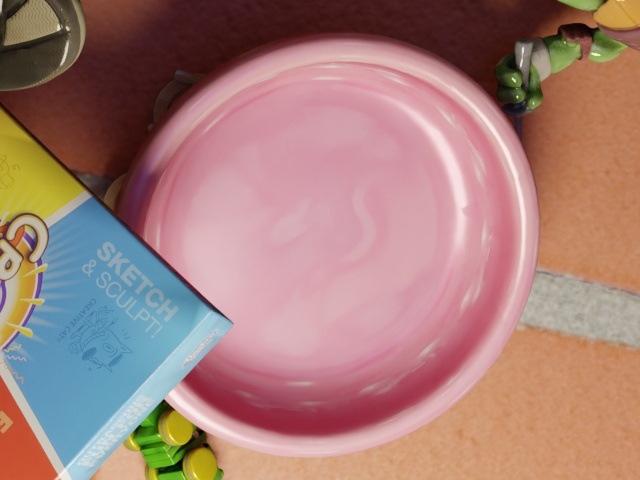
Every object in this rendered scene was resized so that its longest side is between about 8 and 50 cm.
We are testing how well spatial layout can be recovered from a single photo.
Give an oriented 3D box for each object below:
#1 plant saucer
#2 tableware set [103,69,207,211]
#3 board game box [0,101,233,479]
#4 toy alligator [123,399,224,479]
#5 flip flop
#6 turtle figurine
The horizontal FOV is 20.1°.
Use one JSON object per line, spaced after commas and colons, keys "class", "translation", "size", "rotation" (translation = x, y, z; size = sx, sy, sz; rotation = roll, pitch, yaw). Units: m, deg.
{"class": "plant saucer", "translation": [0.000, 0.000, 1.369], "size": [0.332, 0.084, 0.332], "rotation": [-5, 109, -15]}
{"class": "tableware set", "translation": [-0.089, -0.038, 1.388], "size": [0.141, 0.020, 0.168], "rotation": [33, 92, -18]}
{"class": "board game box", "translation": [-0.256, 0.036, 1.257], "size": [0.316, 0.064, 0.242], "rotation": [42, 89, 15]}
{"class": "toy alligator", "translation": [-0.100, 0.179, 1.416], "size": [0.051, 0.056, 0.189], "rotation": [-47, 114, -44]}
{"class": "flip flop", "translation": [-0.274, -0.160, 1.218], "size": [0.277, 0.080, 0.112], "rotation": [3, 125, 24]}
{"class": "turtle figurine", "translation": [0.218, -0.142, 1.327], "size": [0.266, 0.198, 0.274], "rotation": [38, 84, -42]}
